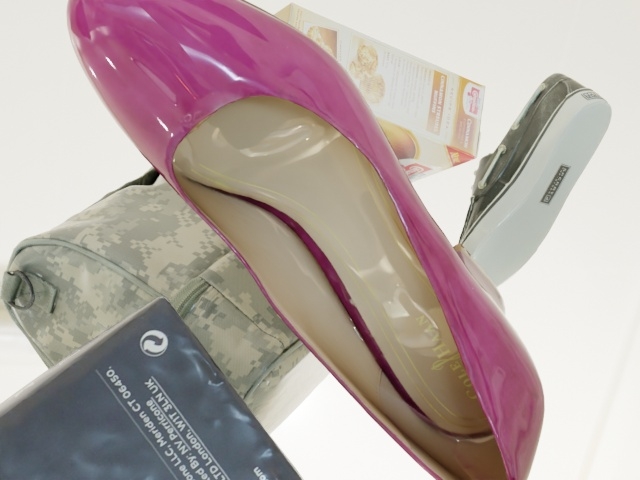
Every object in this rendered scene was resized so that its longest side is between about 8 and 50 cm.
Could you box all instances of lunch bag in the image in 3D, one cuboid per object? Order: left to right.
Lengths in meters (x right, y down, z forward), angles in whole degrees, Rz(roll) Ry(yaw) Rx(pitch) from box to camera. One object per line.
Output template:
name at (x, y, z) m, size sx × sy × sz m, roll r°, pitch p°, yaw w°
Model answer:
lunch bag at (-0.101, 0.036, 1.187) m, size 0.256 × 0.212 × 0.305 m, roll 38°, pitch -140°, yaw 10°

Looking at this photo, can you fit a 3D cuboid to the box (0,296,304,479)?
box at (-0.173, 0.199, 0.800) m, size 0.294 × 0.296 × 0.183 m, roll -37°, pitch -91°, yaw -16°

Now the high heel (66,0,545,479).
high heel at (0.000, 0.000, 0.765) m, size 0.377 × 0.127 × 0.181 m, roll 38°, pitch -154°, yaw -23°

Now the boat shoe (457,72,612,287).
boat shoe at (0.177, -0.048, 1.208) m, size 0.078 × 0.219 × 0.070 m, roll 21°, pitch -163°, yaw -47°

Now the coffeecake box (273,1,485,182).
coffeecake box at (0.015, -0.108, 1.076) m, size 0.185 × 0.068 × 0.142 m, roll 18°, pitch 160°, yaw -27°
